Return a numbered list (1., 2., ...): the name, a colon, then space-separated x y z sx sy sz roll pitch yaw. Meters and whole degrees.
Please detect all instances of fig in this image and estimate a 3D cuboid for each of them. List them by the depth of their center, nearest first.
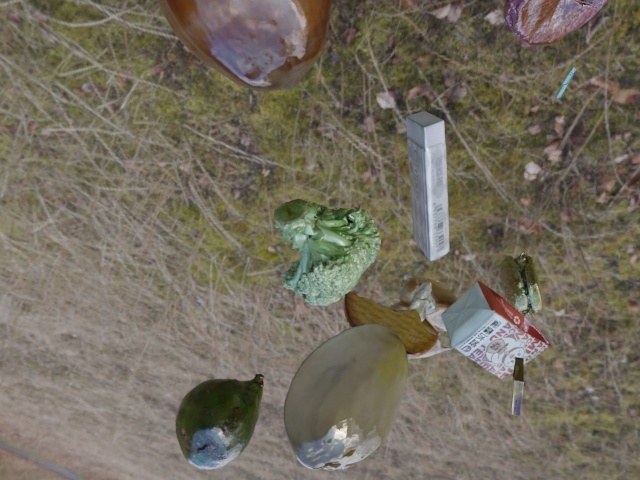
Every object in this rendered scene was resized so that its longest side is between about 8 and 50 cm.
1. fig: -0.213 0.404 1.185 0.195 0.244 0.196 28 130 40

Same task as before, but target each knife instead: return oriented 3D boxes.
1. knife: 0.519 -0.333 1.084 0.014 0.005 0.091 -2 155 0

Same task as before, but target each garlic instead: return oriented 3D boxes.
1. garlic: 0.343 0.256 1.685 0.249 0.286 0.313 1 161 36

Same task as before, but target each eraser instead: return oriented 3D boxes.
1. eraser: 0.318 -0.164 1.513 0.082 0.213 0.397 -10 115 -3

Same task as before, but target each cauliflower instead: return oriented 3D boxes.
1. cauliflower: 0.000 0.000 1.169 0.250 0.272 0.275 47 159 -25

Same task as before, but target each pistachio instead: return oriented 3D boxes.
1. pistachio: 0.043 0.275 0.915 0.197 0.288 0.166 39 143 -3

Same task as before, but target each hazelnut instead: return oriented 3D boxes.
1. hazelnut: -0.146 -0.482 1.012 0.365 0.366 0.366 14 149 9

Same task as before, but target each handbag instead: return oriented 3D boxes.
1. handbag: 0.507 0.271 1.447 0.298 0.151 0.171 34 114 -18

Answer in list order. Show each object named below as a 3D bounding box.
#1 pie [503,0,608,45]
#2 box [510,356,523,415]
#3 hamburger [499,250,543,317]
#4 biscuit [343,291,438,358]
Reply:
1. pie: 0.358 -0.367 0.751 0.182 0.050 0.182 -15 154 -7
2. box: 0.478 0.351 1.242 0.023 0.133 0.090 4 103 21
3. hamburger: 0.704 0.160 1.791 0.122 0.215 0.189 -12 154 13
4. biscuit: 0.155 0.195 1.215 0.228 0.176 0.031 44 138 21
